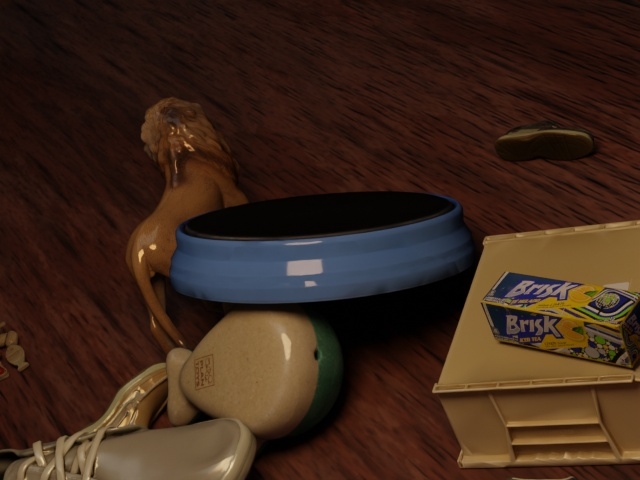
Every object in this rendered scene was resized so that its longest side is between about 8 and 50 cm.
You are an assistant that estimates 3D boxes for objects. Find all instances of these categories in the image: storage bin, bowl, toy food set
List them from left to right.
[{"bbox_3d":[-0.484,0.176,2.070,0.078,0.019,0.122,-31,40,-6],"label":"toy food set"},{"bbox_3d":[0.000,0.000,1.747,0.391,0.077,0.391,-5,10,1],"label":"bowl"},{"bbox_3d":[0.285,0.110,1.515,0.260,0.123,0.262,-6,37,28],"label":"storage bin"}]

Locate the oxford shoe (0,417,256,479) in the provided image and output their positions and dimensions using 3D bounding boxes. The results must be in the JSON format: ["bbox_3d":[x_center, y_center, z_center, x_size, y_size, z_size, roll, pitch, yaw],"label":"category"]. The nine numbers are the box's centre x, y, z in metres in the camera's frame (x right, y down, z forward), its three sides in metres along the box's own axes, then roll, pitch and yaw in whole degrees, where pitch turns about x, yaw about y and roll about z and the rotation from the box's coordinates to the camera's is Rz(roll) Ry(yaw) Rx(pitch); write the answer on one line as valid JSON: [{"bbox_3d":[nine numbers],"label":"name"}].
[{"bbox_3d":[-0.283,0.290,1.624,0.449,0.130,0.169,-17,33,25],"label":"oxford shoe"}]

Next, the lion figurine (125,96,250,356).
[{"bbox_3d":[-0.193,-0.024,1.928,0.142,0.240,0.392,-21,31,21],"label":"lion figurine"}]

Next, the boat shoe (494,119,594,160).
[{"bbox_3d":[0.316,-0.145,1.919,0.152,0.056,0.049,2,47,37],"label":"boat shoe"}]

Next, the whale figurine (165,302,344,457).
[{"bbox_3d":[-0.082,0.166,1.699,0.272,0.141,0.216,-20,69,44],"label":"whale figurine"}]

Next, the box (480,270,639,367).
[{"bbox_3d":[0.252,0.079,1.410,0.169,0.059,0.054,9,44,42],"label":"box"}]

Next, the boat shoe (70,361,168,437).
[{"bbox_3d":[-0.245,0.241,1.772,0.190,0.068,0.072,-46,48,-12],"label":"boat shoe"}]

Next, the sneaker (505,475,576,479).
[{"bbox_3d":[0.184,0.285,1.399,0.192,0.064,0.086,-13,27,20],"label":"sneaker"}]
